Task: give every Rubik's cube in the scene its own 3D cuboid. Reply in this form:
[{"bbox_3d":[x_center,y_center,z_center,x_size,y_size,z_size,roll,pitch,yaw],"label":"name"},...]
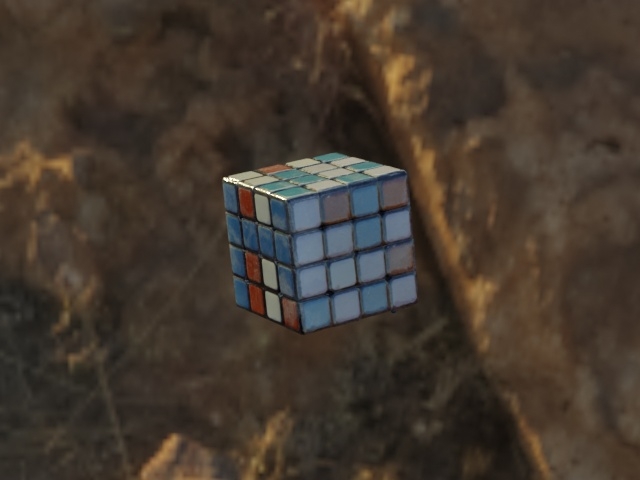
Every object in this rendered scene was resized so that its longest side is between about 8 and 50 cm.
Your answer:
[{"bbox_3d":[0.000,0.000,1.283,0.092,0.092,0.092,-14,18,-27],"label":"Rubik's cube"}]
